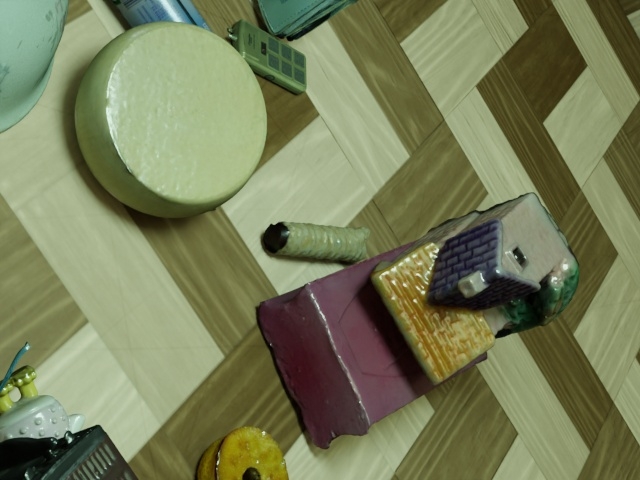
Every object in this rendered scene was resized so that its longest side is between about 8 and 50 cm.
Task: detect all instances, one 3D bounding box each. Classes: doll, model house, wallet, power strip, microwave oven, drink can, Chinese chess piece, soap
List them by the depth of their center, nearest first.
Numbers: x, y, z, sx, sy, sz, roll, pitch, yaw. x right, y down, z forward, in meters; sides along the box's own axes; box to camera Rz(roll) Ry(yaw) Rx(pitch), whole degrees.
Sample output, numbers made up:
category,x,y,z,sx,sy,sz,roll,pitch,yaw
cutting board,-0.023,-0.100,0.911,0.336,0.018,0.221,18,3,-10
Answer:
category,x,y,z,sx,sy,sz,roll,pitch,yaw
microwave oven,-0.305,0.321,1.348,0.188,0.247,0.178,57,36,-14
doll,-0.317,0.248,1.502,0.129,0.081,0.207,-30,98,-33
Chinese chess piece,-0.200,-0.162,1.772,0.273,0.102,0.273,5,81,-32
drink can,-0.219,-0.311,1.891,0.235,0.097,0.097,54,40,-15
model house,0.222,0.080,1.906,0.237,0.237,0.202,-33,100,-48
soap,0.086,0.146,1.997,0.359,0.128,0.233,-20,85,-53
power strip,-0.084,-0.296,2.096,0.169,0.028,0.076,22,56,-42
wallet,-0.043,-0.465,2.105,0.075,0.176,0.250,0,65,-55

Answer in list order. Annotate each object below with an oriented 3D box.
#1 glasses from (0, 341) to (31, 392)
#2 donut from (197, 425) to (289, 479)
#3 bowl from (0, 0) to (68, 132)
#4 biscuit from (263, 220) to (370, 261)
category,x,y,z,sx,sy,sz,roll,pitch,yaw
glasses,-0.421,0.127,1.363,0.189,0.220,0.088,52,1,-16
donut,-0.104,0.325,1.733,0.152,0.058,0.152,25,55,-41
bowl,-0.442,-0.351,1.562,0.435,0.196,0.434,25,54,-40
biscuit,0.000,0.000,2.022,0.055,0.061,0.219,34,17,36
